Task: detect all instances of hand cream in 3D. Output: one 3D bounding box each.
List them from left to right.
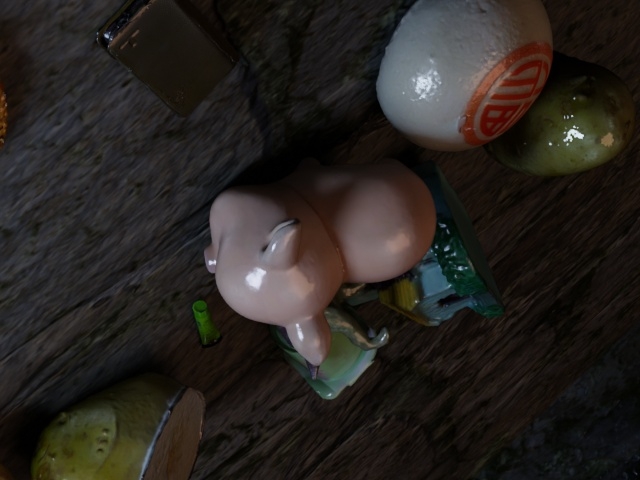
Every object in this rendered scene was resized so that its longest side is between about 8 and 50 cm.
[{"bbox_3d":[-0.174,0.130,1.936,0.036,0.023,0.122,-29,149,-12],"label":"hand cream"}]

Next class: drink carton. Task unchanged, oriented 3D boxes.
[{"bbox_3d":[-0.004,0.154,2.091,0.144,0.146,0.142,-45,144,-3],"label":"drink carton"}]

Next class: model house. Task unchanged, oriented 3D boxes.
[{"bbox_3d":[0.131,0.038,2.074,0.249,0.230,0.280,-24,152,11],"label":"model house"}]

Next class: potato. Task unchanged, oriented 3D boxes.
[{"bbox_3d":[-0.299,0.308,1.847,0.299,0.196,0.246,-54,157,-61],"label":"potato"},{"bbox_3d":[0.366,-0.198,1.987,0.210,0.307,0.173,-35,114,-15],"label":"potato"}]

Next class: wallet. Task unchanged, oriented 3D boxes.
[{"bbox_3d":[-0.173,-0.222,1.469,0.110,0.031,0.198,-46,152,1],"label":"wallet"}]

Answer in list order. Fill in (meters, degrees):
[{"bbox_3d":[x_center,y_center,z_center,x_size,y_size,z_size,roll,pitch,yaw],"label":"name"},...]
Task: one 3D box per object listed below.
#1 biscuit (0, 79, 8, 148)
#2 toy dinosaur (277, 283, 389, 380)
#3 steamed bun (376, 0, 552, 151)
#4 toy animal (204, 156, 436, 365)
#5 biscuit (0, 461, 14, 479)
[{"bbox_3d":[-0.425,-0.095,1.285,0.254,0.035,0.254,-34,150,-22],"label":"biscuit"},{"bbox_3d":[-0.002,0.076,1.947,0.162,0.077,0.294,-21,106,-10],"label":"toy dinosaur"},{"bbox_3d":[0.224,-0.245,1.828,0.283,0.177,0.283,-34,150,-23],"label":"steamed bun"},{"bbox_3d":[0.000,0.000,1.769,0.326,0.269,0.237,-7,126,6],"label":"toy animal"},{"bbox_3d":[-0.530,0.395,1.721,0.274,0.091,0.213,-45,150,-6],"label":"biscuit"}]
